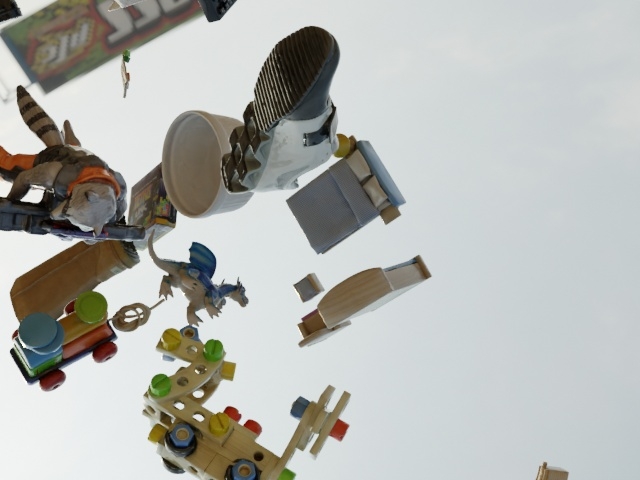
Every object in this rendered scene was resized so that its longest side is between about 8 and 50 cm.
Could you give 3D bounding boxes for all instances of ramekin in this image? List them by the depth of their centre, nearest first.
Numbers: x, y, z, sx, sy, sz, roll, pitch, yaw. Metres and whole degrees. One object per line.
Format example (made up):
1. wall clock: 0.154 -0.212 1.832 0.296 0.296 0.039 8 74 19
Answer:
1. ramekin: -0.204 -0.146 1.836 0.109 0.207 0.207 -5 -169 -41

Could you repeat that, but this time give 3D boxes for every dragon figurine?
1. dragon figurine: -0.243 0.062 1.792 0.085 0.289 0.144 -29 -147 20

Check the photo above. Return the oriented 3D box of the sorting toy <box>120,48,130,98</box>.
1. sorting toy: -0.318 -0.277 1.563 0.012 0.062 0.083 -3 163 -16

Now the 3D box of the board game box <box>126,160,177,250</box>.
1. board game box: -0.350 -0.070 1.991 0.170 0.048 0.141 -29 -126 52

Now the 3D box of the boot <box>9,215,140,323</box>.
1. boot: -0.520 0.028 1.949 0.269 0.089 0.236 -32 -123 9

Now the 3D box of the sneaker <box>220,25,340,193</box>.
1. sneaker: -0.025 -0.186 1.410 0.330 0.146 0.122 -51 -137 49

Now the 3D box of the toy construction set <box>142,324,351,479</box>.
1. toy construction set: -0.122 0.254 1.382 0.327 0.151 0.215 18 -133 22

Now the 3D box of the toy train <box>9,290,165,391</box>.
1. toy train: -0.334 0.114 1.411 0.248 0.105 0.143 -28 166 -25

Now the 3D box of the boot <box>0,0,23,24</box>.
1. boot: -0.472 -0.340 1.313 0.121 0.099 0.045 -15 -167 18

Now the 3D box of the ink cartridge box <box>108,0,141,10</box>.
1. ink cartridge box: -0.235 -0.381 1.296 0.180 0.060 0.104 -2 -127 44

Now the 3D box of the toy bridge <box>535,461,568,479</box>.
1. toy bridge: 0.276 0.381 1.246 0.063 0.188 0.026 10 180 -14

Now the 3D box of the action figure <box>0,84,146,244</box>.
1. action figure: -0.432 -0.104 1.451 0.341 0.179 0.330 2 -156 -47

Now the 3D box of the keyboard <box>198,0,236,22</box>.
1. keyboard: -0.153 -0.359 1.176 0.023 0.180 0.108 7 -133 36

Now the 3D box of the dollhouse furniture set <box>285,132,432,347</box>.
1. dollhouse furniture set: 0.000 0.000 1.700 0.286 0.303 0.198 -33 170 25
